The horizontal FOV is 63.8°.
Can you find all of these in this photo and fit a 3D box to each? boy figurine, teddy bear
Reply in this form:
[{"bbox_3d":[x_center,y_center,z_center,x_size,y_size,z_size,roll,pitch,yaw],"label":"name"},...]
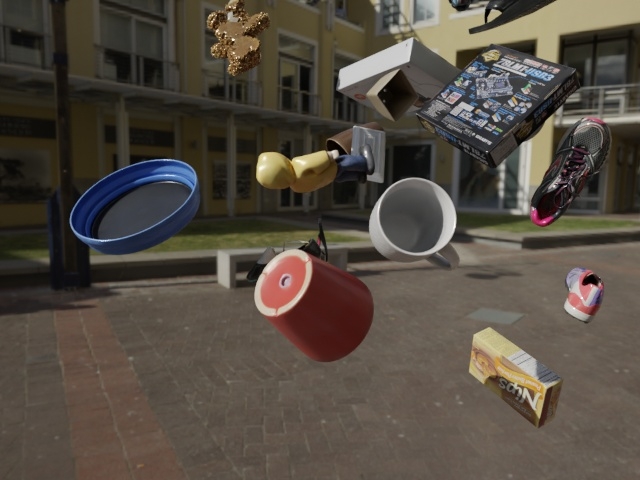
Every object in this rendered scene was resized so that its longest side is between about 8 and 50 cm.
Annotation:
[{"bbox_3d":[-0.018,-0.170,1.253,0.285,0.092,0.177,-6,-15,-15],"label":"boy figurine"},{"bbox_3d":[-0.293,-0.730,1.840,0.338,0.245,0.113,46,1,29],"label":"teddy bear"}]

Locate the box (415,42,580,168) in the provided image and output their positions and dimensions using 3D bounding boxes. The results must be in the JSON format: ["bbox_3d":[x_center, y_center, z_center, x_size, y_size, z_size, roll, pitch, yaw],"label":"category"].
[{"bbox_3d":[0.450,-0.362,1.342,0.073,0.293,0.295,48,-1,-43],"label":"box"}]

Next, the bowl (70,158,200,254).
[{"bbox_3d":[-0.549,-0.105,1.558,0.391,0.077,0.391,-9,41,8],"label":"bowl"}]

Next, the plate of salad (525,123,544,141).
[{"bbox_3d":[0.571,-0.382,1.474,0.048,0.200,0.200,-14,13,-30],"label":"plate of salad"}]

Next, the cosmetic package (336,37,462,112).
[{"bbox_3d":[0.285,-0.572,1.860,0.284,0.097,0.377,19,-12,-34],"label":"cosmetic package"}]

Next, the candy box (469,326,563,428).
[{"bbox_3d":[0.661,0.464,1.769,0.087,0.183,0.316,-19,33,-25],"label":"candy box"}]

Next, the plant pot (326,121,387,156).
[{"bbox_3d":[0.181,-0.429,2.323,0.230,0.215,0.215,-37,17,-13],"label":"plant pot"}]

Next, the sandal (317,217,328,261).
[{"bbox_3d":[0.000,0.000,2.024,0.040,0.179,0.067,-12,17,0],"label":"sandal"}]

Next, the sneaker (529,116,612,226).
[{"bbox_3d":[0.635,-0.163,1.305,0.121,0.299,0.112,27,29,18],"label":"sneaker"}]

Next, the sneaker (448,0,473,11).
[{"bbox_3d":[0.391,-0.723,1.473,0.104,0.125,0.262,-1,27,16],"label":"sneaker"}]

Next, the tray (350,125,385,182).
[{"bbox_3d":[0.199,-0.366,2.125,0.145,0.270,0.030,9,-29,-6],"label":"tray"}]

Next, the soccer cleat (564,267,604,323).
[{"bbox_3d":[0.811,0.136,1.558,0.108,0.116,0.318,29,28,18],"label":"soccer cleat"}]

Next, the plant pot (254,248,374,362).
[{"bbox_3d":[-0.029,0.164,1.403,0.275,0.275,0.243,8,-25,45],"label":"plant pot"}]

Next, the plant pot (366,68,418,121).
[{"bbox_3d":[0.202,-0.426,1.514,0.109,0.109,0.096,47,-10,-30],"label":"plant pot"}]

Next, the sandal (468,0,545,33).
[{"bbox_3d":[0.740,-0.895,1.937,0.167,0.107,0.445,-24,11,-27],"label":"sandal"}]

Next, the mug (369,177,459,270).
[{"bbox_3d":[0.351,-0.021,1.890,0.374,0.276,0.328,40,-11,3],"label":"mug"}]

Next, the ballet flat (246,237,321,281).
[{"bbox_3d":[-0.136,0.057,1.805,0.280,0.096,0.095,-18,13,-10],"label":"ballet flat"}]
